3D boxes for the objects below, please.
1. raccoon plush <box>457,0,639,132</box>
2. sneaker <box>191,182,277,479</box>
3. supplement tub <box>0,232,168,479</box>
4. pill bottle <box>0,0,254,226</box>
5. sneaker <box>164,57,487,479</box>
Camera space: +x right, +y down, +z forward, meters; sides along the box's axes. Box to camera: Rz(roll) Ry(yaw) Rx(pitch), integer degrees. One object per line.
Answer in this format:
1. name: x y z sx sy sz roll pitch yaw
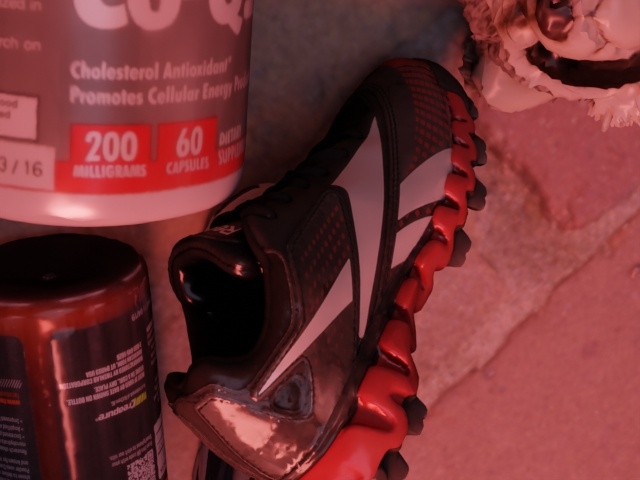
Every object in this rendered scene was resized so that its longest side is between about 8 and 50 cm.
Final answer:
1. raccoon plush: 0.276 -0.150 0.765 0.446 0.299 0.216 -3 96 -49
2. sneaker: -0.021 0.097 0.738 0.094 0.153 0.235 6 107 -19
3. supplement tub: -0.138 0.103 0.733 0.106 0.106 0.198 -7 111 -14
4. pill bottle: -0.107 -0.163 0.617 0.161 0.161 0.283 -1 110 -16
5. sneaker: 0.000 0.000 0.679 0.135 0.097 0.276 31 57 -21
